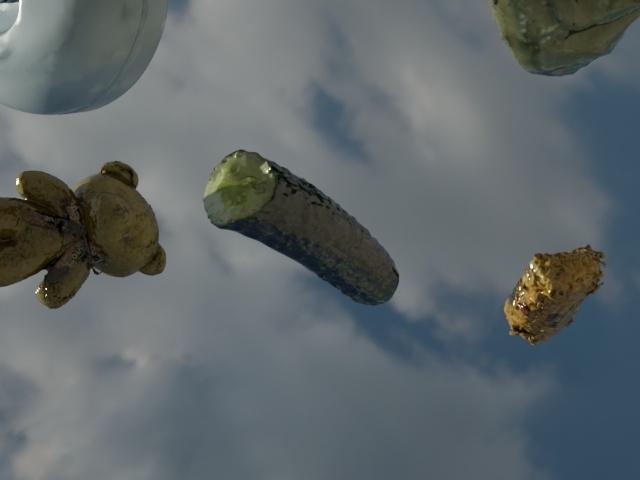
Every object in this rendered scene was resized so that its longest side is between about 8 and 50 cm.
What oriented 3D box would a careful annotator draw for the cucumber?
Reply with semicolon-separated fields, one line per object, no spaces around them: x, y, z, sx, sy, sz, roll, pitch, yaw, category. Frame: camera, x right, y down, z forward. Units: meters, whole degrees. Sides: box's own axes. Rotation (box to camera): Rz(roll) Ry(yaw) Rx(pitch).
0.000;0.000;1.000;0.052;0.058;0.214;33;180;38;cucumber

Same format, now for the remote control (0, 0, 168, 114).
-0.098;-0.162;0.455;0.047;0.087;0.244;-11;-84;-51;remote control

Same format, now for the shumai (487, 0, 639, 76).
0.304;-0.337;1.280;0.324;0.323;0.397;70;-152;-23;shumai

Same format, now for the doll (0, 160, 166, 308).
-0.246;-0.007;1.396;0.209;0.097;0.137;-16;-89;-38;doll

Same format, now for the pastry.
0.206;0.048;1.292;0.080;0.140;0.056;-17;-115;-20;pastry
